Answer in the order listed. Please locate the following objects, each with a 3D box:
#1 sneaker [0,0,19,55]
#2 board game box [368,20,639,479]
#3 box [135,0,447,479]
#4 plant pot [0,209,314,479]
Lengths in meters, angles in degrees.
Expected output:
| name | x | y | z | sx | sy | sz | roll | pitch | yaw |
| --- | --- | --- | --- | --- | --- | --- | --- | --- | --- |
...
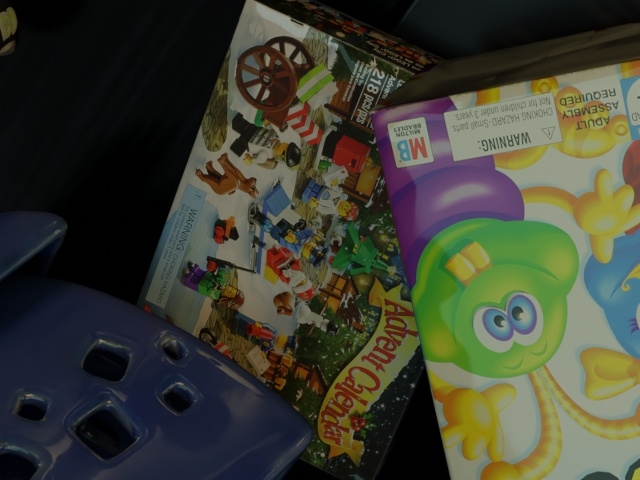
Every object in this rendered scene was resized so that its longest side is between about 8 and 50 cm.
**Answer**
| name | x | y | z | sx | sy | sz | roll | pitch | yaw |
| --- | --- | --- | --- | --- | --- | --- | --- | --- | --- |
| sneaker | -0.330 | -0.068 | 1.066 | 0.384 | 0.145 | 0.147 | -33 | 97 | 27 |
| board game box | 0.131 | 0.049 | 0.903 | 0.142 | 0.144 | 0.275 | -10 | 100 | 17 |
| box | 0.000 | 0.000 | 1.038 | 0.159 | 0.044 | 0.233 | 25 | 115 | 8 |
| plant pot | -0.179 | 0.138 | 1.016 | 0.212 | 0.236 | 0.236 | 46 | 145 | 5 |
